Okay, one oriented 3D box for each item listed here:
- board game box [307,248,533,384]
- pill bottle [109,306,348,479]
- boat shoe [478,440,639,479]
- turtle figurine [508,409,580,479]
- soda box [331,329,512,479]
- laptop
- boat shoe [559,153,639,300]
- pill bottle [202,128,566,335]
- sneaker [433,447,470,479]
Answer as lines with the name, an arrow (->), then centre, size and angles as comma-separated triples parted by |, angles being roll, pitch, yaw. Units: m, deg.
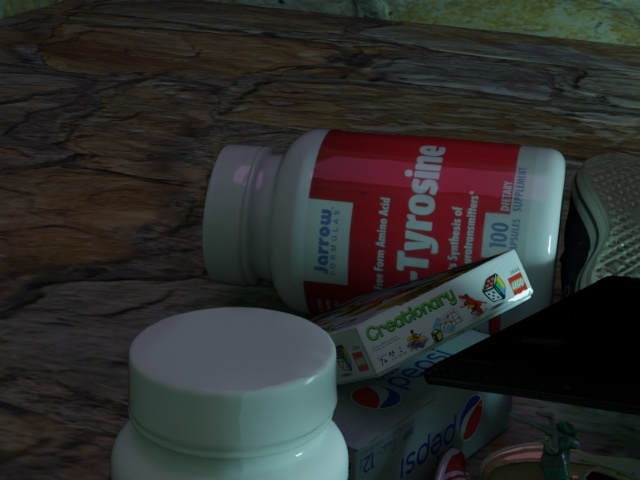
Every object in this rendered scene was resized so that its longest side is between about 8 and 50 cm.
board game box -> 0.043, 0.091, 1.296 | 0.193, 0.053, 0.305 | -24, 1, -31
pill bottle -> -0.063, 0.200, 0.899 | 0.161, 0.283, 0.161 | 1, 20, -1
boat shoe -> 0.229, 0.222, 1.182 | 0.170, 0.063, 0.059 | 3, 15, 1
turtle figurine -> 0.210, 0.231, 1.084 | 0.234, 0.118, 0.175 | 14, 32, -10
soda box -> 0.078, 0.174, 1.248 | 0.091, 0.098, 0.286 | 15, 25, 33
laptop -> 0.365, 0.162, 1.009 | 0.382, 0.236, 0.408 | 2, 16, 45
boat shoe -> 0.363, 0.066, 1.492 | 0.187, 0.156, 0.500 | 7, 28, 1
pill bottle -> 0.078, -0.014, 1.567 | 0.408, 0.229, 0.229 | 5, 21, 11
sneaker -> 0.133, 0.231, 1.180 | 0.067, 0.042, 0.118 | 4, 28, 17
